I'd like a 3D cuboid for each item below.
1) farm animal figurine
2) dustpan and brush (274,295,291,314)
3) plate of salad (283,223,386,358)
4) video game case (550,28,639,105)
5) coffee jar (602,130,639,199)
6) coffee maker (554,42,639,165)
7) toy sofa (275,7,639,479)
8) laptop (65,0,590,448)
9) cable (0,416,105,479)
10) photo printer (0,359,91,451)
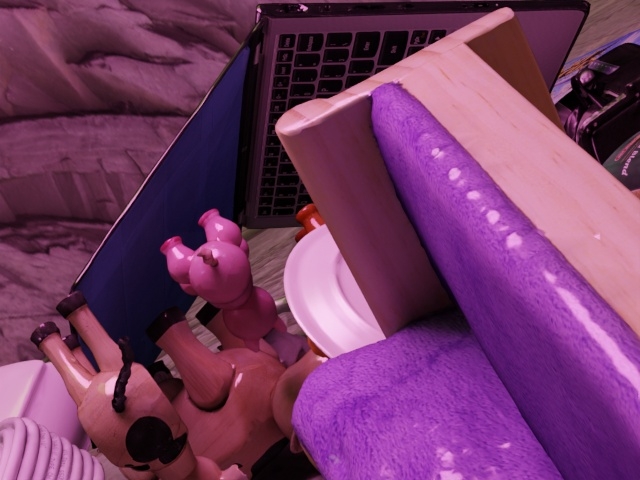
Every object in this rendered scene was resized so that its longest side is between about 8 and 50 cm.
[{"bbox_3d":[-0.063,0.119,1.068,0.330,0.172,0.327,-26,-19,-40],"label":"farm animal figurine"},{"bbox_3d":[0.000,0.055,1.502,0.211,0.060,0.147,-36,9,-4],"label":"dustpan and brush"},{"bbox_3d":[0.071,0.049,0.960,0.200,0.199,0.048,-47,-22,-53],"label":"plate of salad"},{"bbox_3d":[0.263,-0.130,1.481,0.244,0.061,0.269,-40,9,-30],"label":"video game case"},{"bbox_3d":[0.267,-0.046,0.954,0.096,0.079,0.184,-40,10,-24],"label":"coffee jar"},{"bbox_3d":[0.273,-0.095,1.154,0.171,0.120,0.178,-12,11,1],"label":"coffee maker"},{"bbox_3d":[0.075,0.060,0.513,0.177,0.150,0.362,-29,28,-1],"label":"toy sofa"},{"bbox_3d":[0.000,0.000,1.227,0.407,0.236,0.382,-2,-23,-7],"label":"laptop"},{"bbox_3d":[-0.235,0.248,0.996,0.257,0.089,0.257,-33,31,63],"label":"cable"},{"bbox_3d":[-0.346,0.264,1.267,0.256,0.107,0.308,-17,38,27],"label":"photo printer"}]
